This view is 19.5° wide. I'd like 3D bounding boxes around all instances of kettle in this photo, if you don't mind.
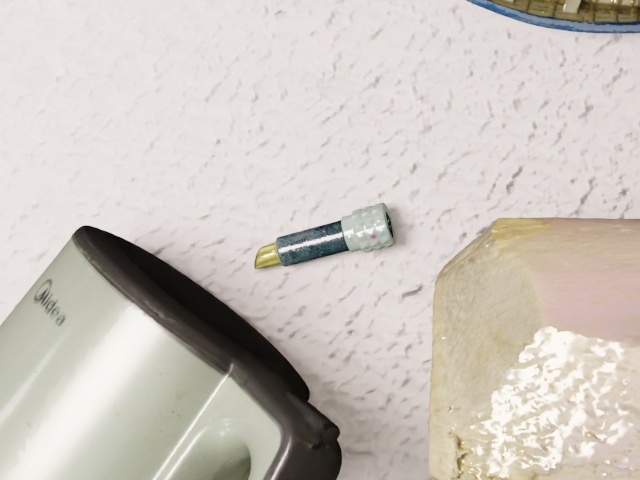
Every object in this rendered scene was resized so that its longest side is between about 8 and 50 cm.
[{"bbox_3d":[-0.174,0.217,1.368,0.250,0.361,0.376,34,94,-37],"label":"kettle"}]

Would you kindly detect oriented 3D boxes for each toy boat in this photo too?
[{"bbox_3d":[0.184,-0.203,1.445,0.229,0.046,0.080,16,94,5],"label":"toy boat"}]

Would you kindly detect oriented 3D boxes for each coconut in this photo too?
[{"bbox_3d":[0.239,0.126,1.333,0.309,0.297,0.297,-1,93,11],"label":"coconut"}]

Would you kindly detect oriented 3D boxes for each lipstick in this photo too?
[{"bbox_3d":[0.000,0.000,1.482,0.116,0.037,0.037,-14,91,11],"label":"lipstick"}]
